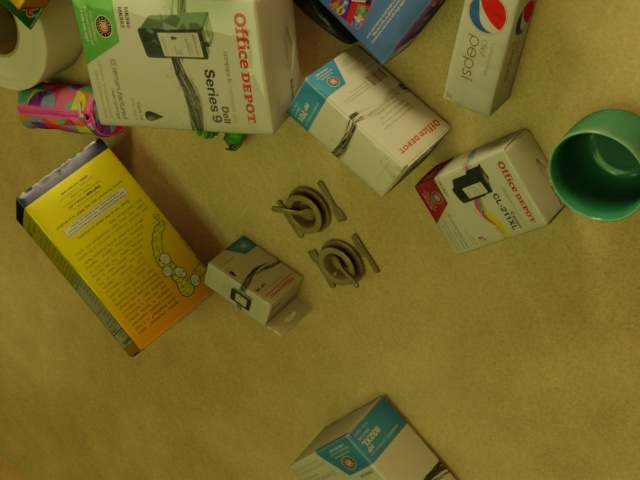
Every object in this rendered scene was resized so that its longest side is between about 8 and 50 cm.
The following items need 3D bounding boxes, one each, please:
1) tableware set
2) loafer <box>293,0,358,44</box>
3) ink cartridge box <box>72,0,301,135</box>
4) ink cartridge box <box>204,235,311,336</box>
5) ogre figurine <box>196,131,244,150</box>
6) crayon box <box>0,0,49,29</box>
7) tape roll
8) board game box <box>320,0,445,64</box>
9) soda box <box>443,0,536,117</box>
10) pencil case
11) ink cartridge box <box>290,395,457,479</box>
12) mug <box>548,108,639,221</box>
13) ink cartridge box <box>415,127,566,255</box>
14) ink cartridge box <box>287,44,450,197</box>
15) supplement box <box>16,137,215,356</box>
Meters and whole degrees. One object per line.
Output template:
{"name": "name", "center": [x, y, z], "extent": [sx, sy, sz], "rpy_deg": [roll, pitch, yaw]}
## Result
{"name": "tableware set", "center": [0.000, 0.000, 1.747], "extent": [0.128, 0.039, 0.194], "rpy_deg": [-23, 104, 47]}
{"name": "loafer", "center": [-0.002, -0.348, 1.486], "extent": [0.170, 0.062, 0.061], "rpy_deg": [51, 161, 3]}
{"name": "ink cartridge box", "center": [-0.188, -0.276, 1.486], "extent": [0.289, 0.121, 0.211], "rpy_deg": [5, 123, 20]}
{"name": "ink cartridge box", "center": [-0.106, 0.081, 1.850], "extent": [0.180, 0.104, 0.060], "rpy_deg": [33, 135, 16]}
{"name": "ogre figurine", "center": [-0.177, -0.240, 1.685], "extent": [0.118, 0.097, 0.197], "rpy_deg": [-7, 101, 62]}
{"name": "crayon box", "center": [-0.480, -0.520, 1.653], "extent": [0.202, 0.081, 0.318], "rpy_deg": [43, 116, 6]}
{"name": "tape roll", "center": [-0.567, -0.420, 1.871], "extent": [0.286, 0.100, 0.286], "rpy_deg": [22, 132, 26]}
{"name": "board game box", "center": [0.102, -0.425, 1.315], "extent": [0.233, 0.078, 0.347], "rpy_deg": [46, 138, 3]}
{"name": "soda box", "center": [0.225, -0.273, 1.332], "extent": [0.074, 0.069, 0.216], "rpy_deg": [28, 135, 21]}
{"name": "pencil case", "center": [-0.466, -0.247, 1.915], "extent": [0.236, 0.104, 0.104], "rpy_deg": [9, 125, 37]}
{"name": "ink cartridge box", "center": [0.126, 0.473, 1.925], "extent": [0.307, 0.129, 0.223], "rpy_deg": [49, 138, -1]}
{"name": "mug", "center": [0.382, -0.095, 1.310], "extent": [0.158, 0.097, 0.129], "rpy_deg": [36, 136, 13]}
{"name": "ink cartridge box", "center": [0.242, -0.067, 1.467], "extent": [0.175, 0.072, 0.127], "rpy_deg": [-22, 103, 47]}
{"name": "ink cartridge box", "center": [0.070, -0.175, 1.482], "extent": [0.190, 0.139, 0.082], "rpy_deg": [43, 137, 6]}
{"name": "supplement box", "center": [-0.384, 0.020, 1.933], "extent": [0.356, 0.195, 0.194], "rpy_deg": [51, 161, -3]}
